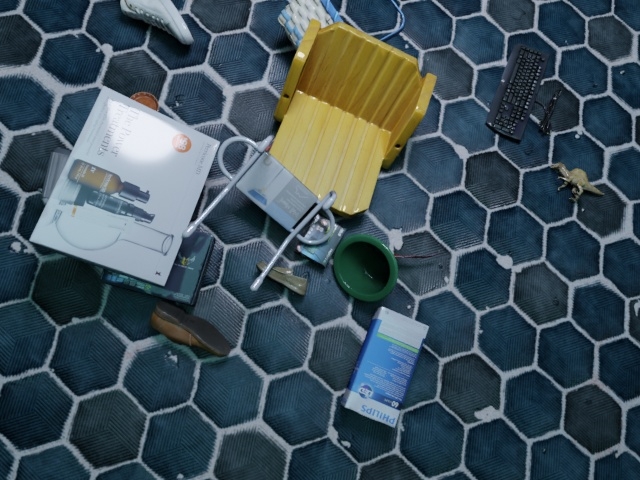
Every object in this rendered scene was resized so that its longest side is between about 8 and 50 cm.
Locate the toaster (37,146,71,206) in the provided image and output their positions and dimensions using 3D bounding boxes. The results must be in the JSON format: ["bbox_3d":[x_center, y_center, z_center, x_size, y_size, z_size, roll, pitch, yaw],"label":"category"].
[{"bbox_3d":[-0.563,-0.122,1.129,0.226,0.129,0.147,16,80,-11],"label":"toaster"}]

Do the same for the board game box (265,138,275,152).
[{"bbox_3d":[-0.101,-0.171,1.235,0.170,0.048,0.141,42,78,3],"label":"board game box"}]

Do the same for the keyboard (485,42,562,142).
[{"bbox_3d":[0.635,-0.437,1.390,0.201,0.033,0.317,24,77,-2],"label":"keyboard"}]

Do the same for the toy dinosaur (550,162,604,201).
[{"bbox_3d":[0.752,-0.163,1.335,0.183,0.053,0.093,32,75,1],"label":"toy dinosaur"}]

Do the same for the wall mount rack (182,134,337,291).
[{"bbox_3d":[-0.139,-0.069,1.096,0.350,0.130,0.304,41,102,-12],"label":"wall mount rack"}]

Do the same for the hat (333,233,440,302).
[{"bbox_3d":[0.165,0.064,1.229,0.208,0.183,0.173,32,113,23],"label":"hat"}]

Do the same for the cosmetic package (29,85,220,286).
[{"bbox_3d":[-0.433,-0.116,1.058,0.284,0.097,0.378,23,74,-25],"label":"cosmetic package"}]

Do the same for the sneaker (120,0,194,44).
[{"bbox_3d":[-0.464,-0.625,1.267,0.123,0.106,0.290,-39,77,-3],"label":"sneaker"}]

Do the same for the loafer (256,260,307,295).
[{"bbox_3d":[-0.097,0.090,1.180,0.148,0.056,0.050,32,75,-10],"label":"loafer"}]

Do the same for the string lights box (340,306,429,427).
[{"bbox_3d":[0.161,0.313,1.151,0.133,0.077,0.260,24,77,-1],"label":"string lights box"}]

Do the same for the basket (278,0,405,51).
[{"bbox_3d":[0.051,-0.606,1.250,0.288,0.201,0.255,-30,83,19],"label":"basket"}]

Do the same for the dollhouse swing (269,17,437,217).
[{"bbox_3d":[0.057,-0.290,1.147,0.346,0.315,0.305,23,52,-8],"label":"dollhouse swing"}]

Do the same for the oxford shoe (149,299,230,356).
[{"bbox_3d":[-0.319,0.230,1.125,0.212,0.076,0.076,32,106,-2],"label":"oxford shoe"}]

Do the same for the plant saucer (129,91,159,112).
[{"bbox_3d":[-0.481,-0.362,1.246,0.083,0.013,0.084,1,79,-7],"label":"plant saucer"}]

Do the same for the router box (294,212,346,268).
[{"bbox_3d":[0.000,0.000,1.216,0.092,0.038,0.123,30,76,-1],"label":"router box"}]

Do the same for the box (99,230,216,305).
[{"bbox_3d":[-0.400,0.048,1.147,0.232,0.059,0.184,16,76,-4],"label":"box"}]
